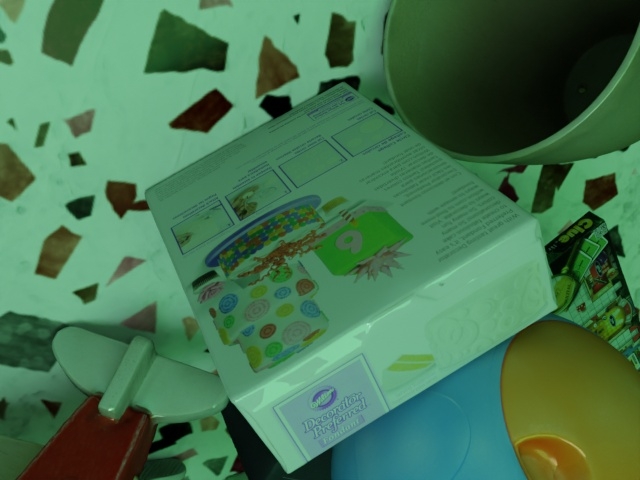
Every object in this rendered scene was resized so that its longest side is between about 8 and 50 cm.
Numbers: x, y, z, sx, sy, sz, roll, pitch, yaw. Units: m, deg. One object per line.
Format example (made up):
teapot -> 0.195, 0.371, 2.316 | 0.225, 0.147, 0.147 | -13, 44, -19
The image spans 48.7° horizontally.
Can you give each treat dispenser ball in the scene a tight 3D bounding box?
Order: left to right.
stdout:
treat dispenser ball -> 0.153, 0.198, 0.598 | 0.288, 0.288, 0.288 | -11, 121, -19

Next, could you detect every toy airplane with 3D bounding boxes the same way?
toy airplane -> -0.235, 0.274, 0.658 | 0.384, 0.386, 0.273 | -12, 131, -30

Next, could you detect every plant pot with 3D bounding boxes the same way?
plant pot -> 0.247, -0.183, 0.703 | 0.274, 0.256, 0.257 | 6, 115, -46

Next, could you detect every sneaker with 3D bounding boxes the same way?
sneaker -> -0.230, 0.305, 0.845 | 0.134, 0.051, 0.070 | 3, 110, -31

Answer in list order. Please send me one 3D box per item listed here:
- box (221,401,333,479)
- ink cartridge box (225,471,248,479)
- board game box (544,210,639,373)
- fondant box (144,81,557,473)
box -> 0.108, 0.146, 0.836 | 0.343, 0.179, 0.313 | 21, 107, -32
ink cartridge box -> 0.010, 0.346, 0.900 | 0.224, 0.181, 0.056 | -19, 127, -15
board game box -> 0.281, 0.102, 0.769 | 0.136, 0.030, 0.260 | -37, 125, -1
fondant box -> 0.000, 0.000, 0.613 | 0.238, 0.330, 0.096 | -30, 125, -6
